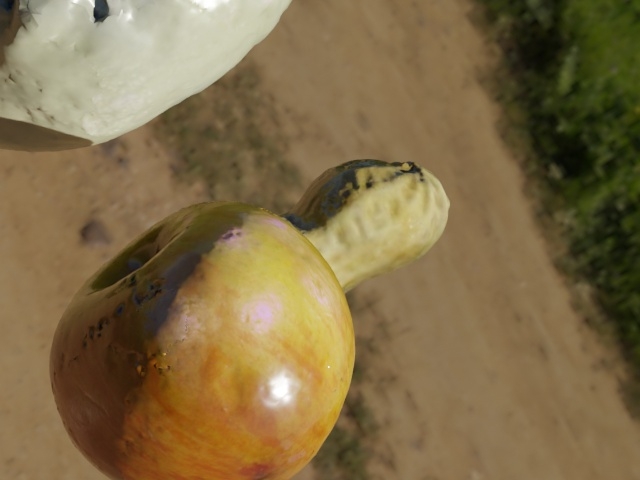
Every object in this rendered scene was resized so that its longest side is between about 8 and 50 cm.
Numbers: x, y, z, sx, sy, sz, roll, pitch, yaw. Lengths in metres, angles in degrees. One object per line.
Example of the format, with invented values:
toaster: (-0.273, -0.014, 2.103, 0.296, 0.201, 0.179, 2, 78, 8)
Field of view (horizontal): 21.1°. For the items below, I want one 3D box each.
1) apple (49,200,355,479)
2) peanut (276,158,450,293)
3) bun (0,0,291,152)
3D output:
apple: (-0.052, 0.058, 0.809, 0.146, 0.146, 0.146, 33, 40, -33)
peanut: (0.000, 0.000, 1.368, 0.229, 0.098, 0.103, -25, 97, -19)
bun: (-0.149, -0.185, 0.855, 0.287, 0.287, 0.146, 69, 11, 18)
